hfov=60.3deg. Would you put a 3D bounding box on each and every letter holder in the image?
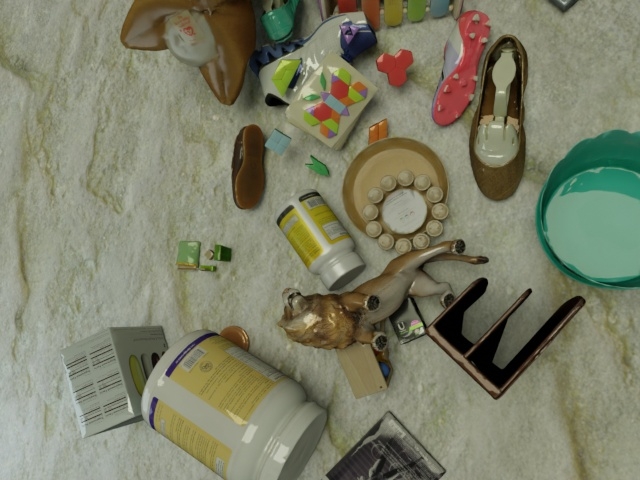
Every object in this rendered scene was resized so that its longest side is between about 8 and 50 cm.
[{"bbox_3d":[0.331,0.135,0.983,0.152,0.302,0.214,44,97,19],"label":"letter holder"}]

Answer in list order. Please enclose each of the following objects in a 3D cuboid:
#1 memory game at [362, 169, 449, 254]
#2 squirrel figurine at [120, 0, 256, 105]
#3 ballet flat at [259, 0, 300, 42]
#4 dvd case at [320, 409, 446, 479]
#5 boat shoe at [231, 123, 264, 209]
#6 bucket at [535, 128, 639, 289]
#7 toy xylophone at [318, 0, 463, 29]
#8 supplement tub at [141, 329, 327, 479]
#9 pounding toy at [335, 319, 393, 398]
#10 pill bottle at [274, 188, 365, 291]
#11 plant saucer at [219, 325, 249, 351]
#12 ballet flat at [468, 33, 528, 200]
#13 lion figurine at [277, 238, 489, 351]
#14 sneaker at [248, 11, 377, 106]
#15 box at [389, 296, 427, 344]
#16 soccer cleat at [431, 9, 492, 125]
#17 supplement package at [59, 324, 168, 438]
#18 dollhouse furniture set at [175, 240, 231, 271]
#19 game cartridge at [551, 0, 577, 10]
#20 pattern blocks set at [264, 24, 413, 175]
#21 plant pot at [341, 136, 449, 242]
[{"bbox_3d":[0.179,-0.060,1.181,0.186,0.012,0.186,-2,82,19],"label":"memory game"},{"bbox_3d":[-0.227,-0.589,1.244,0.281,0.397,0.370,23,48,-12],"label":"squirrel figurine"},{"bbox_3d":[-0.095,-0.554,1.274,0.083,0.087,0.247,-17,44,18],"label":"ballet flat"},{"bbox_3d":[0.127,0.495,1.154,0.164,0.018,0.221,44,97,17],"label":"dvd case"},{"bbox_3d":[-0.178,-0.173,1.326,0.073,0.073,0.207,-7,74,56],"label":"boat shoe"},{"bbox_3d":[0.533,-0.043,1.003,0.281,0.183,0.281,-3,81,18],"label":"bucket"},{"bbox_3d":[0.147,-0.550,1.176,0.323,0.236,0.081,-4,73,14],"label":"toy xylophone"},{"bbox_3d":[-0.178,0.361,1.157,0.331,0.241,0.241,27,92,20],"label":"supplement tub"},{"bbox_3d":[0.105,0.231,1.149,0.100,0.141,0.130,-22,91,15],"label":"pounding toy"},{"bbox_3d":[0.000,0.000,1.211,0.119,0.119,0.208,-38,73,10],"label":"pill bottle"},{"bbox_3d":[-0.208,0.244,1.303,0.083,0.013,0.083,-3,82,19],"label":"plant saucer"},{"bbox_3d":[0.366,-0.258,1.119,0.116,0.124,0.342,8,85,20],"label":"ballet flat"},{"bbox_3d":[0.119,0.107,1.094,0.392,0.240,0.142,-20,96,-23],"label":"lion figurine"},{"bbox_3d":[-0.009,-0.380,1.273,0.316,0.127,0.182,-14,82,23],"label":"sneaker"},{"bbox_3d":[0.182,0.169,1.161,0.062,0.052,0.083,-26,74,12],"label":"box"},{"bbox_3d":[0.294,-0.370,1.193,0.083,0.095,0.248,13,101,-21],"label":"soccer cleat"},{"bbox_3d":[-0.455,0.319,1.280,0.149,0.194,0.203,-25,76,15],"label":"supplement package"},{"bbox_3d":[-0.296,0.036,1.337,0.152,0.058,0.076,1,83,19],"label":"dollhouse furniture set"},{"bbox_3d":[0.553,-0.647,1.148,0.297,0.062,0.198,-42,68,9],"label":"game cartridge"},{"bbox_3d":[0.028,-0.304,1.210,0.285,0.026,0.324,20,109,-10],"label":"pattern blocks set"},{"bbox_3d":[0.164,-0.111,1.216,0.236,0.032,0.236,-2,83,19],"label":"plant pot"}]
